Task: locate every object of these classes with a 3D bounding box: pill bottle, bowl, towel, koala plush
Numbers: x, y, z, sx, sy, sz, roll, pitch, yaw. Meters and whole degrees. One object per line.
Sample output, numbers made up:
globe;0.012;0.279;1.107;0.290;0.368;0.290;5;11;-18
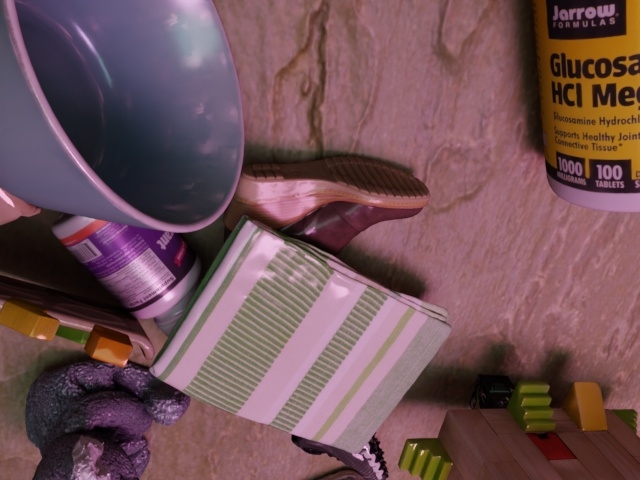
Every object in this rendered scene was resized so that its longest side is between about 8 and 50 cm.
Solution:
pill bottle;-0.211;0.024;0.682;0.108;0.108;0.194;-31;115;8
pill bottle;0.322;-0.213;0.593;0.187;0.188;0.334;-16;116;1
bowl;-0.213;-0.148;0.524;0.163;0.312;0.312;-10;118;21
towel;-0.015;0.132;0.714;0.324;0.038;0.248;27;104;-26
koala plush;-0.299;0.279;0.729;0.203;0.221;0.196;29;109;-18

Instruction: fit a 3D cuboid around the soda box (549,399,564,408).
soda box;0.415;0.350;0.941;0.058;0.061;0.181;-31;115;9

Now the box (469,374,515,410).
box;0.269;0.253;0.864;0.052;0.083;0.062;4;115;-10

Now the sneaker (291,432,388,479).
sneaker;0.015;0.288;0.857;0.106;0.078;0.234;-29;111;10

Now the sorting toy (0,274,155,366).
sorting toy;-0.286;0.077;0.593;0.229;0.307;0.041;24;82;-21

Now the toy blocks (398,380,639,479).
toy blocks;0.328;0.337;0.721;0.381;0.261;0.191;6;113;-19

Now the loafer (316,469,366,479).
loafer;-0.058;0.482;0.916;0.319;0.111;0.112;-31;115;7

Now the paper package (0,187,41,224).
paper package;-0.475;-0.129;0.522;0.309;0.168;0.325;-22;125;3

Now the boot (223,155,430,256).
boot;0.000;0.000;0.729;0.248;0.090;0.207;1;129;-12
